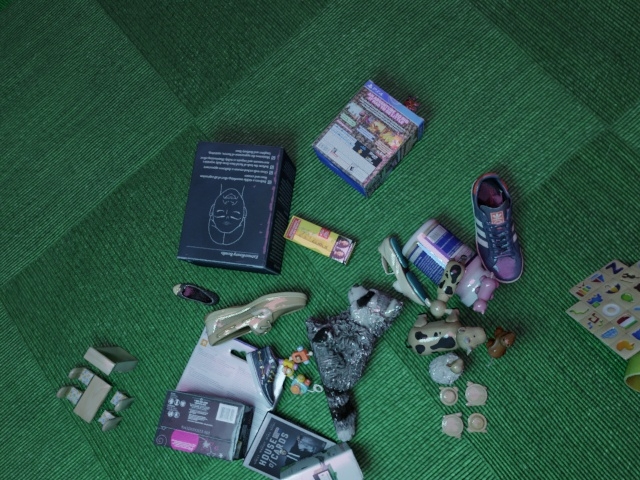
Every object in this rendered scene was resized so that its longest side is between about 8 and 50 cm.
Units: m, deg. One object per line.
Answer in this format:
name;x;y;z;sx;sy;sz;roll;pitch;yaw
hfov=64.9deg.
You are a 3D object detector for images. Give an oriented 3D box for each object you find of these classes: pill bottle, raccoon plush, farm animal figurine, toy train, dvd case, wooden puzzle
pill bottle;0.394;0.069;1.546;0.265;0.153;0.153;44;89;14
raccoon plush;0.134;0.358;1.567;0.299;0.216;0.446;-16;107;-7
farm animal figurine;0.376;0.239;1.422;0.327;0.172;0.330;-34;93;29
toy train;-0.064;0.409;1.543;0.125;0.046;0.166;-15;103;29
dvd case;-0.095;0.656;1.552;0.239;0.029;0.179;27;86;-6
wooden puzzle;0.309;-0.458;1.733;0.049;0.006;0.083;28;85;14

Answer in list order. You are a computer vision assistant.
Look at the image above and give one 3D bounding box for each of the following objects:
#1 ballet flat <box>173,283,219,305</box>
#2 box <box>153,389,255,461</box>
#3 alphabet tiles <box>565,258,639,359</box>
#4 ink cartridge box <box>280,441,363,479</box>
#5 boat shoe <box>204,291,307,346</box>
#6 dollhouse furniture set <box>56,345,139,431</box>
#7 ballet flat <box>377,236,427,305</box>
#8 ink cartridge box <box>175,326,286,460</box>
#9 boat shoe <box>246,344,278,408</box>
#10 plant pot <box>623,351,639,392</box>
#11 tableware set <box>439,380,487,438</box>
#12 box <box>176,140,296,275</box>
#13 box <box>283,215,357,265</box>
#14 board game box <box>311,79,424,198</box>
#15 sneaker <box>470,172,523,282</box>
ballet flat;-0.428;0.182;1.724;0.173;0.049;0.057;13;81;12
box;-0.343;0.553;1.517;0.247;0.142;0.163;8;71;9
alphabet tiles;0.874;0.179;1.390;0.285;0.342;0.011;-35;120;2
ink cartridge box;0.000;0.678;1.464;0.219;0.160;0.092;-20;80;-9
boat shoe;-0.199;0.255;1.618;0.341;0.121;0.110;-17;65;1
dollhouse furniture set;-0.740;0.481;1.666;0.212;0.161;0.242;29;86;14
ballet flat;0.256;0.108;1.610;0.086;0.086;0.248;-26;75;4
ink cartridge box;-0.296;0.490;1.635;0.324;0.071;0.330;23;81;13
boat shoe;-0.163;0.421;1.562;0.083;0.065;0.183;-24;75;4
plant pot;0.995;0.267;1.367;0.275;0.275;0.293;14;67;12
tableware set;0.435;0.513;1.526;0.141;0.020;0.168;-2;78;8
box;-0.266;-0.101;1.664;0.294;0.212;0.395;7;80;11
box;0.000;0.000;1.677;0.232;0.058;0.087;24;85;14
board game box;0.160;-0.331;1.667;0.232;0.141;0.291;41;89;14
sneaker;0.539;-0.043;1.543;0.131;0.148;0.350;-14;78;7
